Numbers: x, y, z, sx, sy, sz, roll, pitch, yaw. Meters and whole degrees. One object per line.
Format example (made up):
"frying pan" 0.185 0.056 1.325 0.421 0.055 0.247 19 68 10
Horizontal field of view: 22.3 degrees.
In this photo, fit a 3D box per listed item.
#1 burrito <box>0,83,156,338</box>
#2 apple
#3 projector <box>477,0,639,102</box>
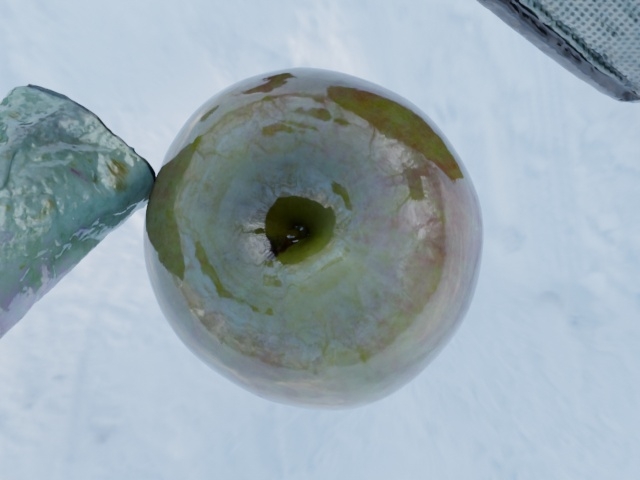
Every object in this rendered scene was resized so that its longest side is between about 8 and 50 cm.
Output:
"burrito" -0.231 -0.017 1.161 0.144 0.089 0.229 36 48 2
"apple" 0.000 0.000 1.227 0.257 0.234 0.256 -1 85 16
"projector" 0.223 -0.364 1.282 0.242 0.405 0.395 -20 55 35
